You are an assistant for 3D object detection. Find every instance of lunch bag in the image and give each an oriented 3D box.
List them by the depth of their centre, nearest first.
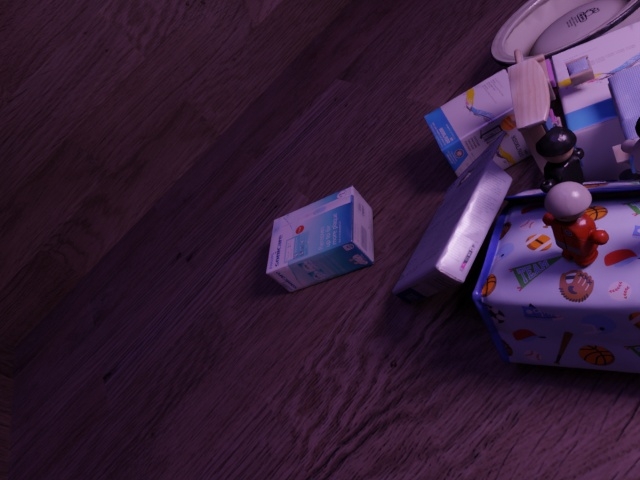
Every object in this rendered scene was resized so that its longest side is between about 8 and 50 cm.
[{"bbox_3d":[0.496,0.020,0.858,0.328,0.238,0.385,-3,39,40],"label":"lunch bag"}]

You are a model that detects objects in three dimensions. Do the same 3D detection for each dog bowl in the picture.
[{"bbox_3d":[0.666,-0.542,1.222,0.408,0.150,0.407,-32,30,21],"label":"dog bowl"}]

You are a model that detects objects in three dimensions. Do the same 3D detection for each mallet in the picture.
[{"bbox_3d":[0.586,-0.109,1.018,0.190,0.062,0.039,-8,50,38],"label":"mallet"}]

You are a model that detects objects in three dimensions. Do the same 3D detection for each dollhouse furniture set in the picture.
[{"bbox_3d":[0.509,-0.284,0.817,0.304,0.198,0.286,-15,60,33],"label":"dollhouse furniture set"}]

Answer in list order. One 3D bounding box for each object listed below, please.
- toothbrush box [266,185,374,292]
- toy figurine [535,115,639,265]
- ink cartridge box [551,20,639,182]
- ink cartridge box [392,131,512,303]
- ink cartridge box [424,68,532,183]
[{"bbox_3d":[0.000,0.000,1.394,0.296,0.126,0.216,-22,44,28],"label":"toothbrush box"},{"bbox_3d":[0.438,-0.087,0.701,0.210,0.148,0.213,-11,41,30],"label":"toy figurine"},{"bbox_3d":[0.641,-0.288,1.021,0.197,0.198,0.270,-17,47,32],"label":"ink cartridge box"},{"bbox_3d":[0.297,-0.029,1.047,0.330,0.072,0.324,-58,-3,-15],"label":"ink cartridge box"},{"bbox_3d":[0.428,-0.286,1.230,0.233,0.171,0.168,-30,41,19],"label":"ink cartridge box"}]
